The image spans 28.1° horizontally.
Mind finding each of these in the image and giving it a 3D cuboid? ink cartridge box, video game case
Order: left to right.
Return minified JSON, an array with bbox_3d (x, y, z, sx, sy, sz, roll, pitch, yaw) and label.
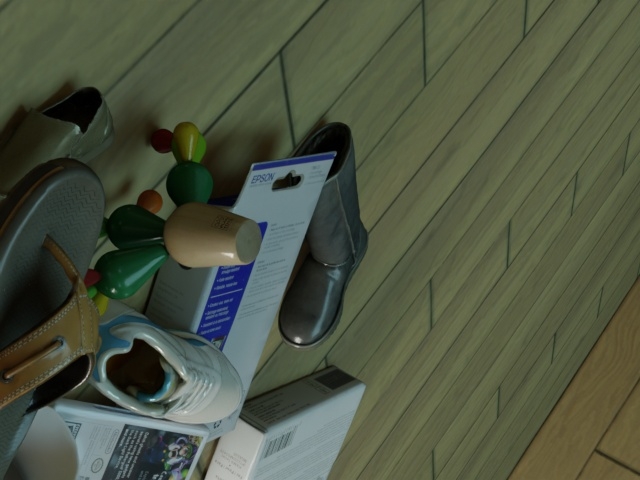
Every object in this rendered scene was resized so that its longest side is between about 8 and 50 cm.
[{"bbox_3d":[-0.210,0.244,1.187,0.173,0.022,0.190,17,100,-38],"label":"video game case"},{"bbox_3d":[-0.099,0.055,1.256,0.165,0.065,0.333,-12,128,-60],"label":"ink cartridge box"},{"bbox_3d":[-0.061,0.298,1.613,0.275,0.060,0.239,-13,128,-62],"label":"ink cartridge box"}]

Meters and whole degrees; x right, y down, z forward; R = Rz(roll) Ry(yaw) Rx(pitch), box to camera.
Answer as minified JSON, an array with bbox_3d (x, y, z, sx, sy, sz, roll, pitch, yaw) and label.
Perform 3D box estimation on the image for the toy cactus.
[{"bbox_3d":[-0.128,-0.018,0.983,0.219,0.180,0.112,-47,133,-43],"label":"toy cactus"}]

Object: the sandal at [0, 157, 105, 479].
[{"bbox_3d":[-0.152,0.066,0.660,0.219,0.060,0.090,-69,161,-1],"label":"sandal"}]

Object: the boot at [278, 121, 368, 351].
[{"bbox_3d":[-0.003,0.000,1.385,0.208,0.076,0.190,85,24,-63],"label":"boot"}]

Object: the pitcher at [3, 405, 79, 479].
[{"bbox_3d":[-0.288,0.204,0.926,0.177,0.125,0.207,3,144,-31],"label":"pitcher"}]

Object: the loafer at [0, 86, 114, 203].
[{"bbox_3d":[-0.202,-0.067,0.918,0.148,0.056,0.050,-52,157,-47],"label":"loafer"}]

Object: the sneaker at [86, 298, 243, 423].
[{"bbox_3d":[-0.142,0.120,1.120,0.087,0.092,0.228,-51,138,4],"label":"sneaker"}]
